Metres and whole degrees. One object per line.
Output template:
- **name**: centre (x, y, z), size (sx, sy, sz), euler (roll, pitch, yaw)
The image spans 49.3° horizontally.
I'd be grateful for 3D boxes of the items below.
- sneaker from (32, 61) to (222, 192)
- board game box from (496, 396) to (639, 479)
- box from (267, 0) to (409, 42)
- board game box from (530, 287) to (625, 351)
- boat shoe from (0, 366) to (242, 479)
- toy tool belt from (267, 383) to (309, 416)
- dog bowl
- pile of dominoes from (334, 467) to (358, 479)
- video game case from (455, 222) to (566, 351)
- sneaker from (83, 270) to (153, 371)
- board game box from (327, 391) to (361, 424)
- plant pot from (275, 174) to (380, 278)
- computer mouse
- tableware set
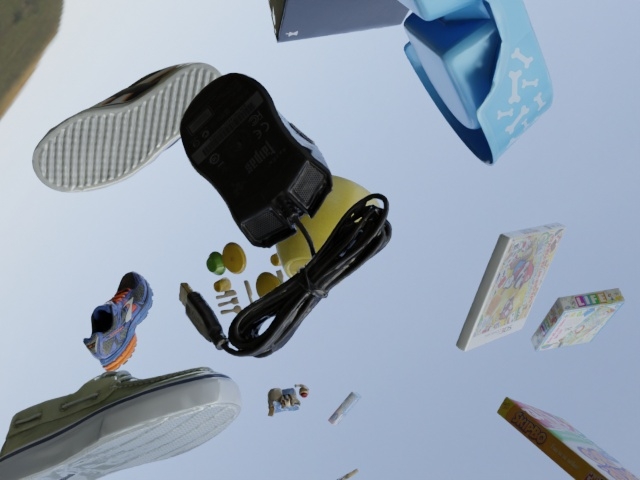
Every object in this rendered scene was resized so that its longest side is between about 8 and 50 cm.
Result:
- **sneaker**: centre (-0.301, -0.181, 1.120), size (0.321, 0.126, 0.127), euler (-28, -159, -9)
- **board game box**: centre (0.352, 0.293, 0.906), size (0.039, 0.124, 0.259), euler (-61, -153, 8)
- **box**: centre (0.019, -0.443, 0.769), size (0.343, 0.179, 0.312), euler (135, -56, -77)
- **board game box**: centre (0.418, 0.132, 1.143), size (0.104, 0.154, 0.026), euler (-8, -122, -8)
- **boat shoe**: centre (-0.218, 0.180, 0.705), size (0.303, 0.109, 0.094), euler (-24, -122, 18)
- **toy tool belt**: centre (-0.061, 0.312, 1.339), size (0.083, 0.052, 0.051), euler (-9, -136, 1)
- **dog bowl**: centre (0.103, -0.197, 0.574), size (0.074, 0.297, 0.166), euler (-33, -144, 6)
- **pile of dominoes**: centre (-0.027, 0.549, 1.414), size (0.040, 0.196, 0.251), euler (57, -32, 15)
- **video game case**: centre (0.344, 0.081, 1.250), size (0.026, 0.206, 0.226), euler (33, -62, 36)
- **sneaker**: centre (-0.379, 0.136, 1.310), size (0.083, 0.087, 0.221), euler (-26, -144, 23)
- **board game box**: centre (0.060, 0.408, 1.697), size (0.020, 0.090, 0.090), euler (40, -93, 17)
- **plant pot**: centre (0.000, 0.000, 0.822), size (0.134, 0.134, 0.095), euler (-19, -133, 38)
- **computer mouse**: centre (-0.061, -0.020, 0.601), size (0.184, 0.060, 0.262), euler (-48, -126, 6)
- **tableware set**: centre (-0.102, 0.048, 1.001), size (0.154, 0.024, 0.103), euler (-17, -89, 40)
